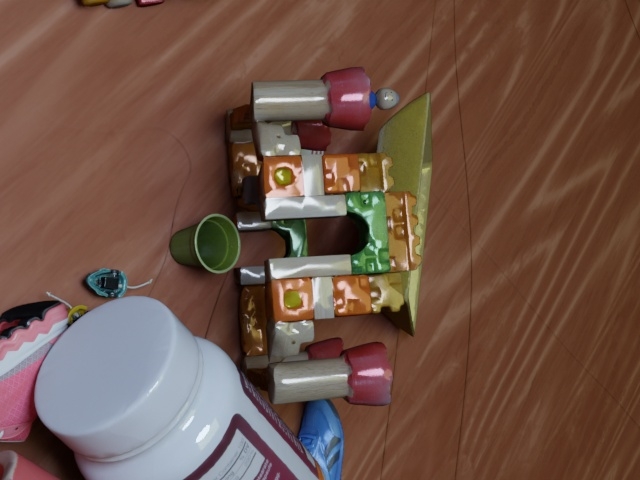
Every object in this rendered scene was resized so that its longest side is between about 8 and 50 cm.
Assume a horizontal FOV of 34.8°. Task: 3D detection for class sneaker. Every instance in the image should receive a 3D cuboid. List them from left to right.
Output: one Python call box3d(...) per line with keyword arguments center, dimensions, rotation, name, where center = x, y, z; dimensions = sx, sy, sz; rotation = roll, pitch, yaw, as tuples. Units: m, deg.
box3d(center=(-0.392, 0.192, 1.170), dimensions=(0.314, 0.116, 0.136), rotation=(-37, 113, -42), name="sneaker")
box3d(center=(-0.014, 0.345, 1.582), dimensions=(0.082, 0.069, 0.209), rotation=(7, 80, -42), name="sneaker")

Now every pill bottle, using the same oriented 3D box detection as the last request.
box3d(center=(-0.164, 0.259, 1.272), dimensions=(0.392, 0.224, 0.224), rotation=(57, 48, -41), name="pill bottle")

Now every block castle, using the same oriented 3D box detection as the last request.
box3d(center=(0.000, 0.000, 1.437), dimensions=(0.213, 0.303, 0.453), rotation=(-3, 87, -14), name="block castle")

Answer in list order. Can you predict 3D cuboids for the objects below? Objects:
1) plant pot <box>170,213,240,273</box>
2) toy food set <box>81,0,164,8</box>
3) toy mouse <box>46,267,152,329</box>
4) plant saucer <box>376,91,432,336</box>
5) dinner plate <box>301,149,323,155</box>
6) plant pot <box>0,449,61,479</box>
box3d(center=(-0.170, 0.008, 1.448), dimensions=(0.083, 0.079, 0.083), rotation=(7, 80, -45), name="plant pot")
box3d(center=(-0.224, -0.386, 1.403), dimensions=(0.232, 0.111, 0.104), rotation=(-13, 96, -15), name="toy food set")
box3d(center=(-0.280, 0.092, 1.358), dimensions=(0.143, 0.031, 0.161), rotation=(-46, 118, -39), name="toy mouse")
box3d(center=(0.129, -0.034, 1.679), dimensions=(0.333, 0.081, 0.333), rotation=(68, 28, -73), name="plant saucer")
box3d(center=(-0.048, -0.161, 1.641), dimensions=(0.141, 0.017, 0.141), rotation=(7, 80, -47), name="dinner plate")
box3d(center=(-0.329, 0.384, 1.130), dimensions=(0.243, 0.275, 0.275), rotation=(51, 52, -17), name="plant pot")
